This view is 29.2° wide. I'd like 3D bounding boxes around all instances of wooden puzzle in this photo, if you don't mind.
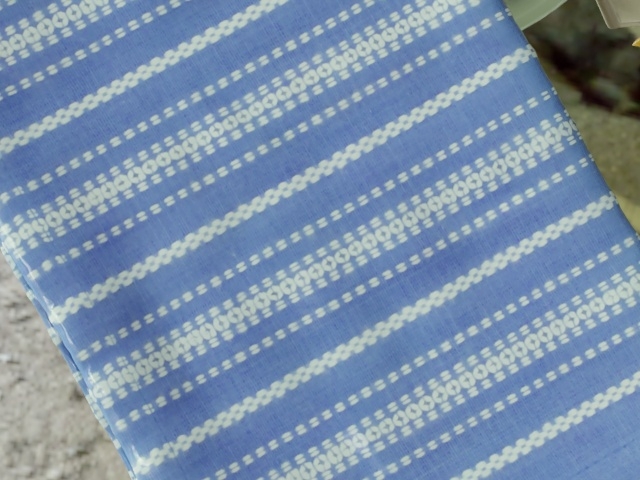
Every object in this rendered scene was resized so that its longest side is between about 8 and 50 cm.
[{"bbox_3d":[0.263,-0.207,1.021,0.078,0.116,0.014,7,48,41],"label":"wooden puzzle"}]

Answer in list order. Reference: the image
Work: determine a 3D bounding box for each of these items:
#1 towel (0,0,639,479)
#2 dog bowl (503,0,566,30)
[{"bbox_3d":[0.000,0.000,0.514,0.243,0.336,0.040,-29,0,-3],"label":"towel"},{"bbox_3d":[0.048,-0.296,0.783,0.349,0.348,0.102,10,18,-13],"label":"dog bowl"}]
